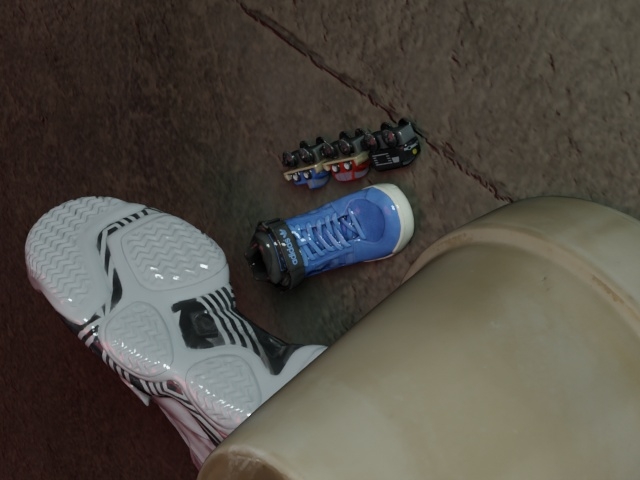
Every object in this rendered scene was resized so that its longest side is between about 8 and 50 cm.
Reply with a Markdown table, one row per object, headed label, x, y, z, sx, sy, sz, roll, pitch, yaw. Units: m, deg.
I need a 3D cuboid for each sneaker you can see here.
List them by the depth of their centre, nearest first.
| label | x | y | z | sx | sy | sz | roll | pitch | yaw |
| --- | --- | --- | --- | --- | --- | --- | --- | --- | --- |
| sneaker | 0.000 | 0.001 | 1.260 | 0.152 | 0.085 | 0.058 | -15 | 96 | 56 |
| sneaker | -0.093 | 0.128 | 1.355 | 0.366 | 0.137 | 0.210 | 34 | 144 | 15 |

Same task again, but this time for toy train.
| label | x | y | z | sx | sy | sz | roll | pitch | yaw |
| --- | --- | --- | --- | --- | --- | --- | --- | --- | --- |
| toy train | 0.021 | -0.062 | 1.251 | 0.158 | 0.027 | 0.036 | -7 | 113 | 55 |

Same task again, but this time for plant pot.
| label | x | y | z | sx | sy | sz | roll | pitch | yaw |
| --- | --- | --- | --- | --- | --- | --- | --- | --- | --- |
| plant pot | 0.087 | 0.164 | 1.056 | 0.323 | 0.280 | 0.323 | 30 | 131 | 42 |
